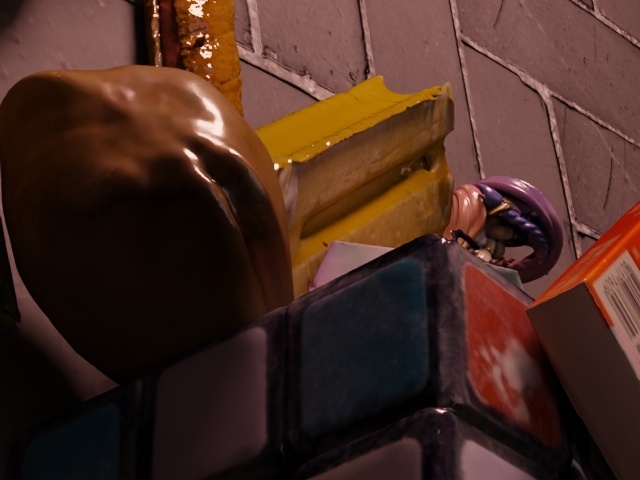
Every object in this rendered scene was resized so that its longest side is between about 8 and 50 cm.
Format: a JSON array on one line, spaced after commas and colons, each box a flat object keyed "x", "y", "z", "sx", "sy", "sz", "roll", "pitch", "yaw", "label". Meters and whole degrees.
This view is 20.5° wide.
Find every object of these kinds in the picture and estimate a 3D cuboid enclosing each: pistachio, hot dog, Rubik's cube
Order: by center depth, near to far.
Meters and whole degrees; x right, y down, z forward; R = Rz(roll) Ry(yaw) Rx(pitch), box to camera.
[{"x": 0.047, "y": 0.262, "z": 1.043, "sx": 0.362, "sy": 0.363, "sz": 0.358, "roll": 29, "pitch": 46, "yaw": -38, "label": "Rubik's cube"}, {"x": -0.108, "y": 0.008, "z": 1.108, "sx": 0.163, "sy": 0.213, "sz": 0.260, "roll": -40, "pitch": 145, "yaw": -30, "label": "pistachio"}, {"x": -0.093, "y": -0.113, "z": 1.373, "sx": 0.088, "sy": 0.061, "sz": 0.286, "roll": 26, "pitch": 50, "yaw": -57, "label": "hot dog"}]

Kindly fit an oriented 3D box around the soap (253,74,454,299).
[{"x": 0.000, "y": 0.000, "z": 1.328, "sx": 0.315, "sy": 0.091, "sz": 0.199, "roll": -31, "pitch": 125, "yaw": -56, "label": "soap"}]

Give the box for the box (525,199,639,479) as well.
[{"x": 0.240, "y": 0.110, "z": 1.069, "sx": 0.265, "sy": 0.048, "sz": 0.273, "roll": 61, "pitch": 27, "yaw": -1, "label": "box"}]

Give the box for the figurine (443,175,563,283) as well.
[{"x": 0.130, "y": 0.015, "z": 1.571, "sx": 0.157, "sy": 0.126, "sz": 0.114, "roll": -38, "pitch": 64, "yaw": -22, "label": "figurine"}]

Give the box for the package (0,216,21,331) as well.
[{"x": -0.260, "y": -0.032, "z": 1.047, "sx": 0.168, "sy": 0.090, "sz": 0.226, "roll": -16, "pitch": 86, "yaw": -56, "label": "package"}]

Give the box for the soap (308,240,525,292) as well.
[{"x": 0.088, "y": 0.122, "z": 1.326, "sx": 0.193, "sy": 0.109, "sz": 0.324, "roll": -65, "pitch": 149, "yaw": -24, "label": "soap"}]
